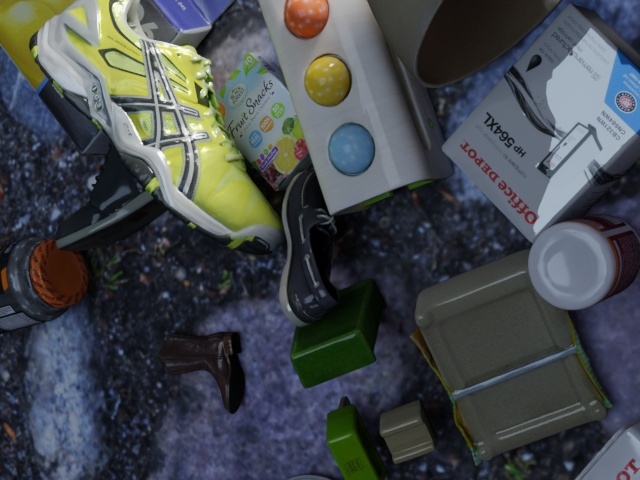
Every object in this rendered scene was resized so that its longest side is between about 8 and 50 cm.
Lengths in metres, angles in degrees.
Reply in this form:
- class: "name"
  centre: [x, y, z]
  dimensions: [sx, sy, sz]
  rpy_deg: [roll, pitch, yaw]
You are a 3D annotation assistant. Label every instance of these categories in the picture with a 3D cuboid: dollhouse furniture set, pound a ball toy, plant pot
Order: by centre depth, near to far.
- class: "plant pot"
  centre: [0.136, -0.317, 1.152]
  dimensions: [0.191, 0.284, 0.284]
  rpy_deg: [49, 116, 16]
- class: "pound a ball toy"
  centre: [0.054, -0.210, 1.300]
  dimensions: [0.208, 0.135, 0.319]
  rpy_deg: [-21, 85, 30]
- class: "dollhouse furniture set"
  centre: [0.143, 0.131, 1.324]
  dimensions: [0.301, 0.151, 0.198]
  rpy_deg: [-22, 104, 13]

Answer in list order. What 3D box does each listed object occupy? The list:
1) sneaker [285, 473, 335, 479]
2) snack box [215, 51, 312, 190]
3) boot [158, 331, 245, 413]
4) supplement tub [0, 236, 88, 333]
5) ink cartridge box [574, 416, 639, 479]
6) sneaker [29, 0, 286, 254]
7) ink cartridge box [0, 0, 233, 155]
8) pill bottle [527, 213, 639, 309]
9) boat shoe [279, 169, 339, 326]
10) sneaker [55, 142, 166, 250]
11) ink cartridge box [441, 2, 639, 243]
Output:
- class: "sneaker"
  centre: [-0.080, 0.341, 1.434]
  dimensions: [0.221, 0.128, 0.087]
  rpy_deg: [-16, 88, 32]
- class: "snack box"
  centre: [-0.061, -0.143, 1.430]
  dimensions: [0.141, 0.037, 0.100]
  rpy_deg: [48, 115, 18]
- class: "boot"
  centre: [-0.154, 0.168, 1.514]
  dimensions: [0.114, 0.037, 0.106]
  rpy_deg: [-6, 79, 27]
- class: "supplement tub"
  centre: [-0.414, 0.062, 1.610]
  dimensions: [0.190, 0.117, 0.117]
  rpy_deg: [-16, 87, 30]
- class: "ink cartridge box"
  centre: [0.363, 0.335, 1.182]
  dimensions: [0.278, 0.117, 0.201]
  rpy_deg: [43, 114, 20]
- class: "sneaker"
  centre: [-0.169, -0.142, 1.388]
  dimensions: [0.147, 0.145, 0.385]
  rpy_deg: [-44, 88, 6]
- class: "ink cartridge box"
  centre: [-0.289, -0.321, 1.530]
  dimensions: [0.307, 0.072, 0.304]
  rpy_deg: [-47, 72, 27]
- class: "pill bottle"
  centre: [0.270, 0.018, 1.186]
  dimensions: [0.086, 0.152, 0.086]
  rpy_deg: [3, 97, 30]
- class: "boat shoe"
  centre: [0.000, 0.000, 1.348]
  dimensions: [0.065, 0.075, 0.206]
  rpy_deg: [-26, 45, 35]
- class: "sneaker"
  centre: [-0.262, -0.075, 1.538]
  dimensions: [0.222, 0.083, 0.118]
  rpy_deg: [-29, 76, 19]
- class: "ink cartridge box"
  centre: [0.248, -0.117, 1.224]
  dimensions: [0.148, 0.086, 0.203]
  rpy_deg: [48, 115, 17]
